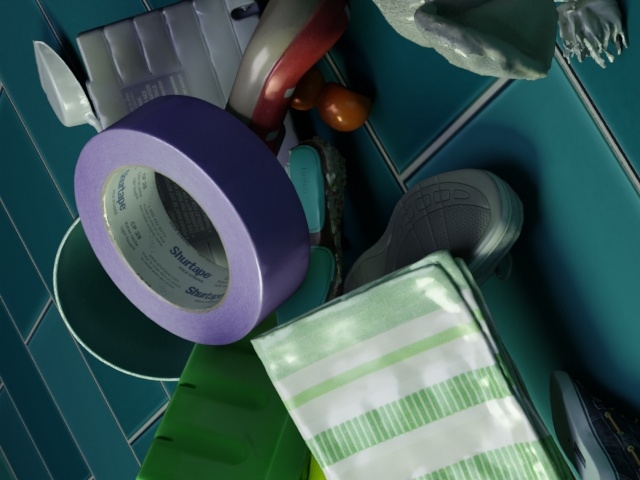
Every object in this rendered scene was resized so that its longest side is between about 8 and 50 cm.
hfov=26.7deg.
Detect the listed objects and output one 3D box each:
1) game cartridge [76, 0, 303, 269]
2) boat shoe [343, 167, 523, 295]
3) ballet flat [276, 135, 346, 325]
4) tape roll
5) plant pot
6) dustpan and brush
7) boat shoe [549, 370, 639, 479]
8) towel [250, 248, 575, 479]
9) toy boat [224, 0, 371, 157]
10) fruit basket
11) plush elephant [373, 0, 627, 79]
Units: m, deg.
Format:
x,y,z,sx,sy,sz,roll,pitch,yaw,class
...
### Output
x,y,z,sx,sy,sz,roll,pitch,yaw,class
-0.138,-0.113,1.634,0.068,0.230,0.355,-72,-34,-74,game cartridge
0.128,0.020,1.429,0.320,0.103,0.118,-51,48,53,boat shoe
0.000,0.000,1.568,0.091,0.077,0.241,7,93,32,ballet flat
-0.146,-0.021,1.503,0.275,0.090,0.275,25,135,28,tape roll
-0.202,0.017,1.828,0.195,0.290,0.290,-92,-6,-63,plant pot
-0.387,-0.213,2.155,0.211,0.060,0.147,60,163,23,dustpan and brush
0.286,0.193,1.322,0.183,0.083,0.065,-107,12,-54,boat shoe
0.103,0.196,1.347,0.248,0.038,0.325,-27,93,23,towel
-0.015,-0.169,1.484,0.151,0.151,0.231,21,130,-3,toy boat
-0.012,0.266,1.566,0.392,0.392,0.283,50,140,26,fruit basket
0.128,-0.256,1.028,0.272,0.255,0.330,31,137,46,plush elephant
